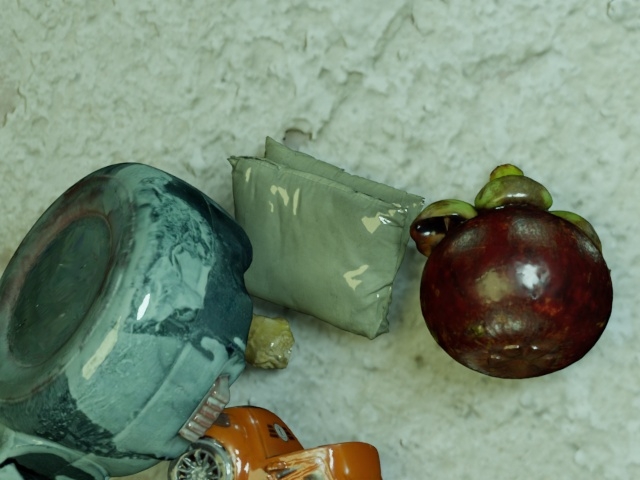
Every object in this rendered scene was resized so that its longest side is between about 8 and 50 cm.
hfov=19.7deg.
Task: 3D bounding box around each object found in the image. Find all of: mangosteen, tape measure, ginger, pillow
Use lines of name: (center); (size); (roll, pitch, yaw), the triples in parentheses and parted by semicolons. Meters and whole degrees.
mangosteen: (0.153, 0.015, 1.426); (0.146, 0.156, 0.181); (157, 127, -66)
tape measure: (-0.173, 0.073, 1.534); (0.275, 0.147, 0.256); (-41, 36, 25)
ginger: (-0.104, 0.092, 1.632); (0.165, 0.067, 0.096); (16, 74, 33)
pillow: (0.000, 0.000, 1.563); (0.181, 0.078, 0.134); (20, 106, 32)

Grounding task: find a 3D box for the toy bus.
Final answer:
toy bus: (0.005, 0.274, 1.516); (0.153, 0.143, 0.329); (-30, 72, 15)
